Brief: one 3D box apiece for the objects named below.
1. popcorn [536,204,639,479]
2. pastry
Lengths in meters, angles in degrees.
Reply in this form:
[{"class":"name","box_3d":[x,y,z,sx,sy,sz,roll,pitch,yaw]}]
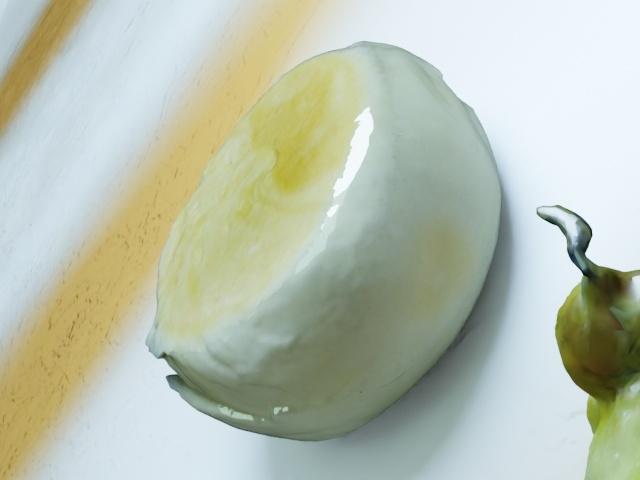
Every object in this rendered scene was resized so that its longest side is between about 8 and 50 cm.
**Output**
[{"class":"popcorn","box_3d":[0.162,0.082,0.392,0.168,0.173,0.195,-53,25,40]},{"class":"pastry","box_3d":[0.001,-0.002,0.710,0.265,0.133,0.265,-37,38,36]}]
